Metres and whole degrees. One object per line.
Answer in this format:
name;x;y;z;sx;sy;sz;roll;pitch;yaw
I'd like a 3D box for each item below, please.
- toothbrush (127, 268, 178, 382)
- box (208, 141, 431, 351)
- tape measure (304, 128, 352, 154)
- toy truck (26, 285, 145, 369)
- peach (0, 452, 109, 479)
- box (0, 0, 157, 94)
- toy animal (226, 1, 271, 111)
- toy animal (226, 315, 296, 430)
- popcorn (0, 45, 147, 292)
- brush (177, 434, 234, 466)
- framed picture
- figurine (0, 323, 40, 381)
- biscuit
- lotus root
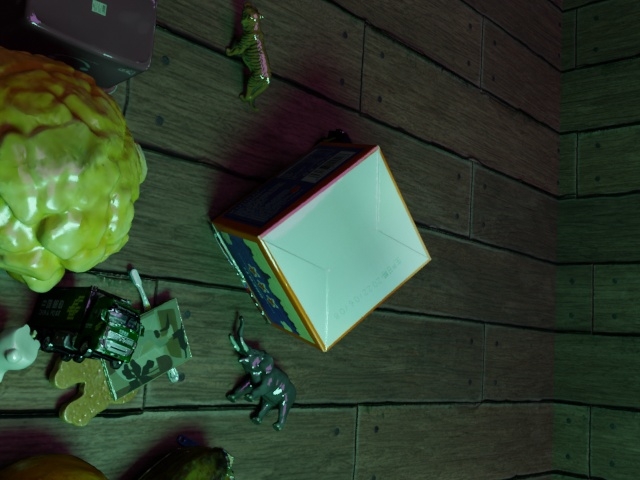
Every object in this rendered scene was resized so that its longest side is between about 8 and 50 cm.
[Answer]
toothbrush;-0.340;0.178;1.495;0.022;0.026;0.263;-30;109;-38
box;0.000;0.000;1.636;0.348;0.256;0.319;-40;118;-21
tape measure;0.035;-0.164;1.866;0.199;0.112;0.186;-48;123;-36
toy truck;-0.407;0.147;1.254;0.088;0.259;0.121;32;65;-41
peach;-0.467;0.479;1.190;0.281;0.280;0.238;-48;160;-37
box;-0.445;-0.401;1.321;0.293;0.167;0.194;13;76;-46
toy animal;-0.161;-0.418;1.676;0.056;0.099;0.242;-20;101;-46
toy animal;-0.147;0.316;1.658;0.270;0.082;0.137;58;47;-22
popcorn;-0.460;-0.129;1.157;0.344;0.354;0.390;-45;117;-29
brush;-0.251;0.462;1.582;0.164;0.014;0.051;44;55;-35
framed picture;-0.347;0.213;1.453;0.200;0.010;0.136;-26;109;-48
figurine;-0.548;0.199;1.228;0.098;0.146;0.081;-24;93;-77
biscuit;-0.409;0.253;1.408;0.236;0.040;0.144;-26;113;-50
lotus root;-0.307;0.558;1.392;0.397;0.179;0.196;-40;115;-41
